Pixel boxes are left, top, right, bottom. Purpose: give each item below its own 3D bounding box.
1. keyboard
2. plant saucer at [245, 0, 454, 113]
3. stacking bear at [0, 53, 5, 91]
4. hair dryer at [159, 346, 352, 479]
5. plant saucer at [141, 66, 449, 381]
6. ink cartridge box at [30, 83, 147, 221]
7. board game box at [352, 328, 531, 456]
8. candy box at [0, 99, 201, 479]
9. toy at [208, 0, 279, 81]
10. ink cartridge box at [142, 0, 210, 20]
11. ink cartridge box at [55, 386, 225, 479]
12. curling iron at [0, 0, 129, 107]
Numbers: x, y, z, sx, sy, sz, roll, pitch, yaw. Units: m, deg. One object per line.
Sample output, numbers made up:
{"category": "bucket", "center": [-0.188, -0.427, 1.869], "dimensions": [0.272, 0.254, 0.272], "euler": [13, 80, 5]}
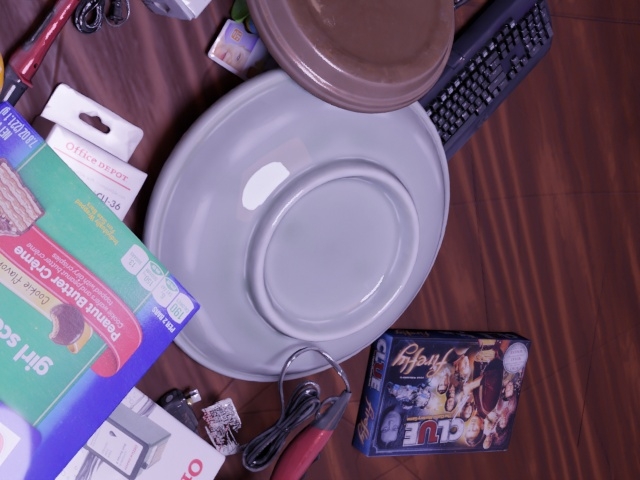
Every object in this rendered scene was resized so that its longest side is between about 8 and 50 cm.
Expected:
{"category": "keyboard", "center": [0.169, -0.212, 1.329], "dimensions": [0.317, 0.033, 0.201], "euler": [-48, 132, -13]}
{"category": "plant saucer", "center": [0.043, -0.276, 1.180], "dimensions": [0.277, 0.041, 0.278], "euler": [8, 73, -30]}
{"category": "stacking bear", "center": [-0.349, -0.149, 0.888], "dimensions": [0.164, 0.289, 0.176], "euler": [6, 100, -33]}
{"category": "hair dryer", "center": [-0.049, 0.284, 1.240], "dimensions": [0.223, 0.080, 0.294], "euler": [-16, 104, 12]}
{"category": "plant saucer", "center": [0.000, 0.000, 1.226], "dimensions": [0.400, 0.100, 0.401], "euler": [-13, 118, -26]}
{"category": "ink cartridge box", "center": [-0.261, -0.048, 1.104], "dimensions": [0.115, 0.067, 0.198], "euler": [30, 87, -33]}
{"category": "board game box", "center": [0.167, 0.204, 1.453], "dimensions": [0.243, 0.042, 0.165], "euler": [4, 101, -32]}
{"category": "candy box", "center": [-0.310, 0.081, 0.948], "dimensions": [0.268, 0.122, 0.317], "euler": [48, 62, -18]}
{"category": "toy", "center": [0.001, -0.208, 1.229], "dimensions": [0.237, 0.056, 0.137], "euler": [30, 88, -34]}
{"category": "ink cartridge box", "center": [-0.123, -0.303, 1.093], "dimensions": [0.150, 0.109, 0.063], "euler": [-51, 124, -10]}
{"category": "ink cartridge box", "center": [-0.263, 0.227, 1.093], "dimensions": [0.273, 0.114, 0.198], "euler": [41, 63, -20]}
{"category": "curling iron", "center": [-0.286, -0.164, 1.075], "dimensions": [0.068, 0.035, 0.274], "euler": [44, 79, -32]}
